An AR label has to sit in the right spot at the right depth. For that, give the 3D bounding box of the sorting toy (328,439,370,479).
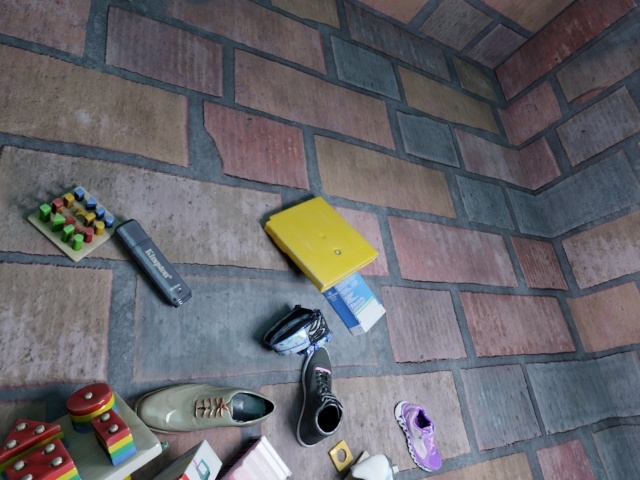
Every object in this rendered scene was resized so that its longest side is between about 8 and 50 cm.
[{"bbox_3d":[0.142,0.757,1.237,0.347,0.047,0.196,52,49,-1],"label":"sorting toy"}]

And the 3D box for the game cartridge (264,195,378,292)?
[{"bbox_3d":[0.000,0.000,1.470,0.285,0.052,0.323,-26,63,-39],"label":"game cartridge"}]

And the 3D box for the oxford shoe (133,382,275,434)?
[{"bbox_3d":[-0.281,0.415,1.066,0.348,0.130,0.123,9,62,-31],"label":"oxford shoe"}]

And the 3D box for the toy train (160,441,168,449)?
[{"bbox_3d":[-0.403,0.507,1.006,0.083,0.024,0.017,-16,77,-39],"label":"toy train"}]

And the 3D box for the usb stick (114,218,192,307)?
[{"bbox_3d":[-0.463,0.063,1.171,0.278,0.045,0.077,54,35,-3],"label":"usb stick"}]

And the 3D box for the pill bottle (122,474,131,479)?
[{"bbox_3d":[-0.447,0.580,0.863,0.136,0.136,0.245,-11,73,-38],"label":"pill bottle"}]

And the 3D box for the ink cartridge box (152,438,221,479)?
[{"bbox_3d":[-0.310,0.539,0.899,0.134,0.231,0.078,-34,89,-1],"label":"ink cartridge box"}]

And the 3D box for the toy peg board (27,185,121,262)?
[{"bbox_3d":[-0.633,-0.059,1.105,0.161,0.079,0.160,45,50,-7],"label":"toy peg board"}]

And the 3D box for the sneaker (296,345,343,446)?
[{"bbox_3d":[0.013,0.446,1.245,0.105,0.147,0.295,23,54,-21],"label":"sneaker"}]

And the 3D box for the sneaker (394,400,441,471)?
[{"bbox_3d":[0.341,0.647,1.394,0.095,0.104,0.236,-18,79,-41],"label":"sneaker"}]

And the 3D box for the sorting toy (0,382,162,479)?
[{"bbox_3d":[-0.500,0.402,0.838,0.257,0.255,0.089,-24,117,-40],"label":"sorting toy"}]

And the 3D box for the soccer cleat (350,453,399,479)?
[{"bbox_3d":[0.167,0.771,1.168,0.143,0.116,0.331,-11,80,-9],"label":"soccer cleat"}]

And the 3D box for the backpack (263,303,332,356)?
[{"bbox_3d":[-0.075,0.286,1.267,0.173,0.158,0.116,-32,105,-27],"label":"backpack"}]

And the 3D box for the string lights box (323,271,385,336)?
[{"bbox_3d":[0.100,0.188,1.483,0.133,0.077,0.259,-35,88,-41],"label":"string lights box"}]

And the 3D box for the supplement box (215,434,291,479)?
[{"bbox_3d":[-0.201,0.625,1.051,0.239,0.073,0.130,-35,88,-41],"label":"supplement box"}]
